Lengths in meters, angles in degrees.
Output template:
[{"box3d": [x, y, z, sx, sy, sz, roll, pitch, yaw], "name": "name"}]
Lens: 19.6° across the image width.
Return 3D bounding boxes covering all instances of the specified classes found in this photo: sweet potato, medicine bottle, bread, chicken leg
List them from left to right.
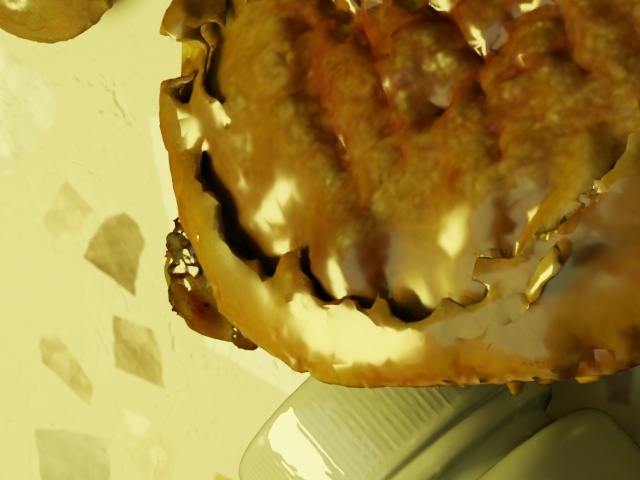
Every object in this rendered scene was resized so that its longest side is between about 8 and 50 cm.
[{"box3d": [-0.255, -0.232, 1.287, 0.292, 0.097, 0.097, 43, 128, 20], "name": "sweet potato"}, {"box3d": [0.001, -0.002, 1.183, 0.252, 0.087, 0.107, -17, 113, 35], "name": "chicken leg"}, {"box3d": [0.099, -0.076, 0.944, 0.358, 0.204, 0.336, 0, 73, 32], "name": "bread"}, {"box3d": [0.124, 0.205, 1.071, 0.339, 0.208, 0.208, 48, 129, 14], "name": "medicine bottle"}]
